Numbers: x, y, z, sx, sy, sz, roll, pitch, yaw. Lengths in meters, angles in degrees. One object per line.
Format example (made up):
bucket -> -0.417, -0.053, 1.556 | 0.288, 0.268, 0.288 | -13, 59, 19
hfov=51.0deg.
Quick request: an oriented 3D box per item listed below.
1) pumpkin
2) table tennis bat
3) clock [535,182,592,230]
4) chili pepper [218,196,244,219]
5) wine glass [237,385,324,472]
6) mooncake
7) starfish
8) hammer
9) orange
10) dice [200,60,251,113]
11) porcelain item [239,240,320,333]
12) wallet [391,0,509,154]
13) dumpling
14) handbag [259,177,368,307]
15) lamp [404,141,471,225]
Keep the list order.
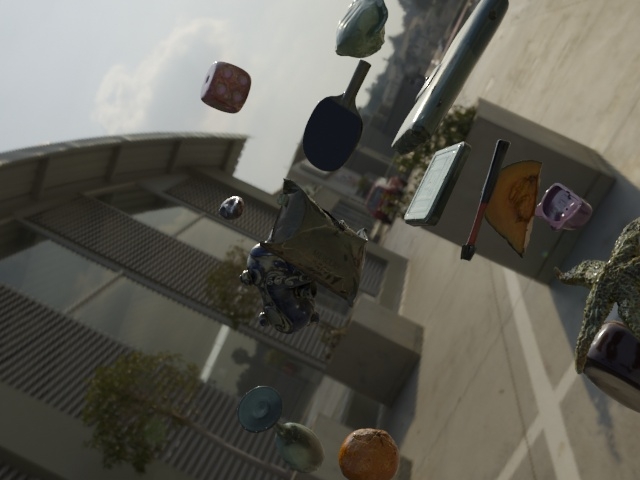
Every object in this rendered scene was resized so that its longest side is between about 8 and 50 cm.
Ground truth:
pumpkin -> 0.499, -0.090, 1.792 | 0.130, 0.149, 0.254 | -8, -72, -76
table tennis bat -> 0.040, -0.262, 1.409 | 0.022, 0.138, 0.246 | -7, -51, -54
clock -> 0.648, -0.080, 1.792 | 0.110, 0.050, 0.152 | -54, 24, 16
chili pepper -> -0.196, -0.073, 1.519 | 0.041, 0.050, 0.153 | -22, 6, -27
wine glass -> -0.147, 0.465, 1.455 | 0.264, 0.096, 0.309 | -32, -39, -3
mooncake -> 0.921, 0.374, 1.960 | 0.174, 0.326, 0.334 | -50, 21, -12
starfish -> 0.603, 0.088, 1.314 | 0.347, 0.078, 0.358 | -39, 27, 22
hammer -> 0.371, -0.087, 1.519 | 0.111, 0.033, 0.287 | -30, -43, -72
orange -> 0.107, 0.469, 1.466 | 0.135, 0.136, 0.117 | 33, -111, -87
dice -> -0.216, -0.347, 1.529 | 0.094, 0.091, 0.093 | 7, 78, 65
porcelain item -> -0.078, 0.116, 1.700 | 0.138, 0.186, 0.288 | -71, -28, -46
wallet -> 0.278, -0.349, 1.474 | 0.360, 0.083, 0.252 | -58, 2, -8
dumpling -> 0.106, -0.498, 1.577 | 0.219, 0.108, 0.152 | 2, 59, 59
handbag -> 0.000, 0.000, 1.375 | 0.117, 0.270, 0.182 | -15, 50, 46
lamp -> 0.360, -0.168, 2.082 | 0.266, 0.047, 0.269 | -64, 7, -3
